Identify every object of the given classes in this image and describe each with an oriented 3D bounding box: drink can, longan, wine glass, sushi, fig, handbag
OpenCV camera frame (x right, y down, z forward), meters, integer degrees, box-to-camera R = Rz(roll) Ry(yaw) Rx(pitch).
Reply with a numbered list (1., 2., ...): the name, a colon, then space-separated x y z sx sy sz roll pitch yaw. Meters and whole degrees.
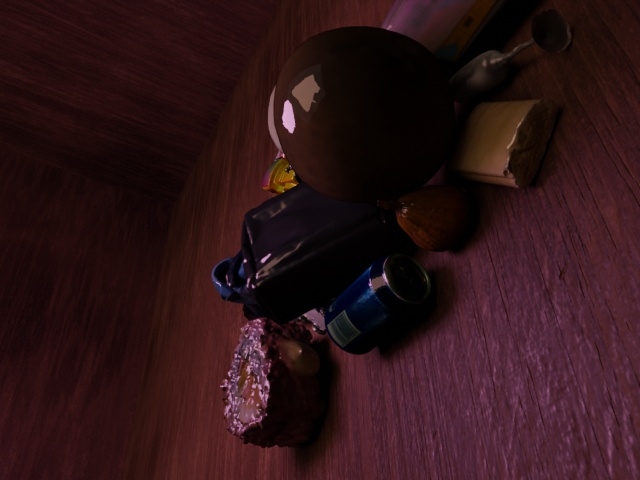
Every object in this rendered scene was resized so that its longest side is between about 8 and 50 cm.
1. drink can: 0.098 0.112 1.185 0.205 0.118 0.118 -46 32 46
2. longan: 0.070 -0.210 1.141 0.319 0.319 0.319 -51 28 41
3. wine glass: 0.294 -0.290 1.123 0.262 0.074 0.074 -23 51 66
4. sushi: -0.089 0.297 1.418 0.236 0.171 0.270 -58 26 30
5. fig: 0.171 -0.049 1.121 0.119 0.153 0.119 25 -90 -87
6. handbag: 0.002 0.003 1.343 0.302 0.178 0.275 -29 31 8

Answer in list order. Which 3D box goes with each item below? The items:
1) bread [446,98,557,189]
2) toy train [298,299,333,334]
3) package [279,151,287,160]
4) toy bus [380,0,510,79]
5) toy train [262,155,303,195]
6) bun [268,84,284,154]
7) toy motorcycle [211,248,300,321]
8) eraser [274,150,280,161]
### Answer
1. bread: 0.276 -0.154 1.053 0.139 0.060 0.178 -70 21 1
2. toy train: -0.032 0.128 1.436 0.202 0.081 0.060 35 107 30
3. package: -0.045 -0.367 1.989 0.288 0.108 0.223 -52 21 23
4. toy bus: 0.235 -0.436 1.206 0.386 0.162 0.171 -52 8 41
5. toy train: -0.039 -0.145 1.697 0.100 0.160 0.296 -67 20 -8
6. bun: -0.001 -0.332 1.760 0.283 0.179 0.283 -10 77 48
7. toy motorcycle: -0.107 0.062 1.576 0.416 0.232 0.172 -51 17 40
8. eraser: -0.096 -0.206 2.038 0.095 0.052 0.225 -65 22 21
